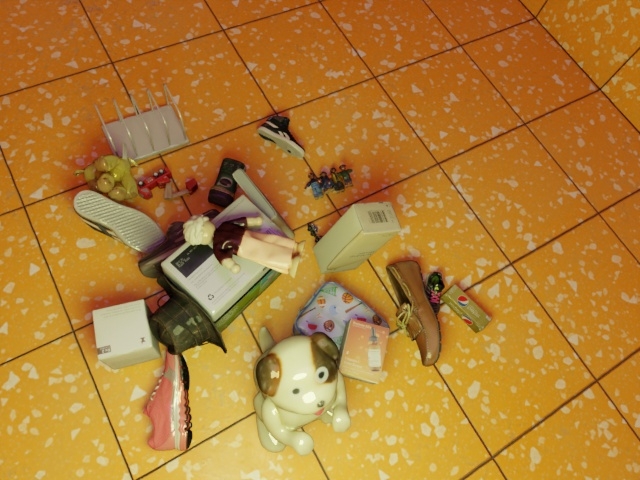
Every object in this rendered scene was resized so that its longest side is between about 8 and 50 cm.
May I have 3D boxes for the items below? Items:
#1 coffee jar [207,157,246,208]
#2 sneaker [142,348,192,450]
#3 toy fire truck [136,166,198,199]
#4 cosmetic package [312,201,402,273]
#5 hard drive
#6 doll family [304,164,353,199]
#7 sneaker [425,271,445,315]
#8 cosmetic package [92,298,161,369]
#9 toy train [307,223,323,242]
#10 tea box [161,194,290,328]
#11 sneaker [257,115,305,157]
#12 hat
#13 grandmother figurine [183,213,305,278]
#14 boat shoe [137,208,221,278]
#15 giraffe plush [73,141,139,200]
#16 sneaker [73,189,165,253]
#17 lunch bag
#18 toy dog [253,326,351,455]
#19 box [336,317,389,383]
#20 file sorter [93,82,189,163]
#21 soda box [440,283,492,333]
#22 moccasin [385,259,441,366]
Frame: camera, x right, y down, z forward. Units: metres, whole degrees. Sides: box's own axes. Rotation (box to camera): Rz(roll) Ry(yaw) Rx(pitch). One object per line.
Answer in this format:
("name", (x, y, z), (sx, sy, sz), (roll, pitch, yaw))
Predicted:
("coffee jar", (-0.347, -0.210, 1.822), (0.096, 0.079, 0.185), (19, 64, -3))
("sneaker", (-0.467, 0.472, 1.477), (0.136, 0.116, 0.314), (-7, 66, -8))
("toy fire truck", (-0.562, -0.194, 1.799), (0.192, 0.047, 0.135), (-37, 77, -21))
("cosmetic package", (0.116, -0.005, 1.658), (0.160, 0.309, 0.113), (-6, 65, -30))
("hard drive", (-0.186, -0.114, 1.681), (0.040, 0.307, 0.203), (-38, 76, -1))
("doll family", (0.032, -0.232, 1.896), (0.192, 0.076, 0.112), (-16, 74, -12))
("sneaker", (0.408, 0.186, 1.763), (0.063, 0.075, 0.171), (11, 65, -4))
("cosmetic package", (-0.588, 0.290, 1.501), (0.151, 0.184, 0.152), (-12, 68, -14))
("toy train", (0.000, 0.000, 1.810), (0.036, 0.027, 0.158), (-26, 73, -22))
("tea box", (-0.292, 0.091, 1.558), (0.220, 0.324, 0.329), (42, 67, 8))
("sneaker", (-0.132, -0.427, 1.953), (0.216, 0.079, 0.121), (31, 67, 7))
("hat", (-0.417, 0.262, 1.456), (0.331, 0.331, 0.134), (40, 64, 10))
("grandmother figurine", (-0.223, 0.011, 1.380), (0.342, 0.104, 0.208), (17, 38, -1))
("boat shoe", (-0.469, 0.006, 1.693), (0.355, 0.132, 0.130), (-30, 64, -29))
("giraffe plush", (-0.756, -0.228, 1.714), (0.170, 0.181, 0.211), (-11, 62, 19))
("sneaker", (-0.686, -0.061, 1.688), (0.321, 0.127, 0.126), (36, 69, -19))
("lunch bag", (0.060, 0.299, 1.640), (0.303, 0.115, 0.243), (36, 68, 7))
("toy dog", (-0.057, 0.398, 1.411), (0.284, 0.408, 0.396), (-12, 69, -14))
("box", (0.129, 0.345, 1.526), (0.129, 0.091, 0.171), (15, 71, -2))
("file sorter", (-0.661, -0.438, 1.825), (0.277, 0.173, 0.193), (-24, 72, -18))
("soda box", (0.520, 0.244, 1.762), (0.058, 0.061, 0.181), (-39, 77, -22))
("moccasin", (0.312, 0.245, 1.687), (0.146, 0.139, 0.381), (-7, 67, -11))
